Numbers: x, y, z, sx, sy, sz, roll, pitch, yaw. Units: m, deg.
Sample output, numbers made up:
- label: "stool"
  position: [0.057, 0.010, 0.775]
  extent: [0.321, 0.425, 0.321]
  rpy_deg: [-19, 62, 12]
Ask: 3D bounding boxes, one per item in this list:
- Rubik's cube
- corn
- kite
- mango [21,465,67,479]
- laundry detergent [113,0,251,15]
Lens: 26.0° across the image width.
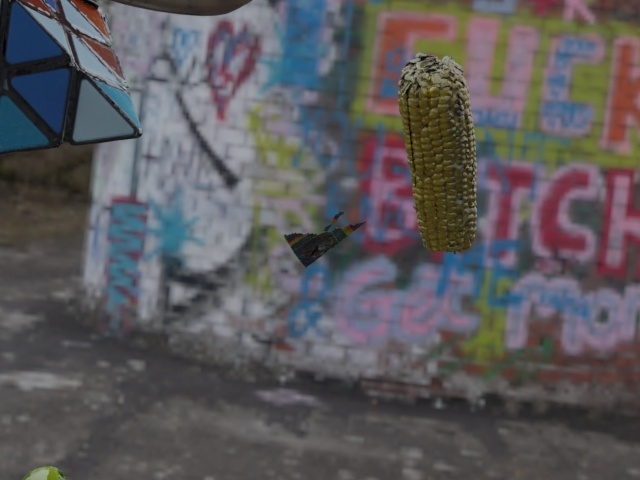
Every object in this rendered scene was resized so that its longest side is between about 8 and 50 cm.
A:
- label: "Rubik's cube"
  position: [-0.356, -0.216, 1.421]
  extent: [0.250, 0.234, 0.284]
  rpy_deg: [-23, 39, 5]
- label: "corn"
  position: [0.185, -0.132, 2.111]
  extent: [0.115, 0.317, 0.115]
  rpy_deg: [-7, 23, 3]
- label: "kite"
  position: [0.000, 0.000, 1.531]
  extent: [0.122, 0.090, 0.004]
  rpy_deg: [-6, 49, -43]
- label: "mango"
  position: [-0.295, 0.300, 1.527]
  extent: [0.091, 0.074, 0.165]
  rpy_deg: [45, -8, -11]
- label: "laundry detergent"
  position: [-0.136, -0.224, 1.069]
  extent: [0.171, 0.076, 0.237]
  rpy_deg: [10, 12, -19]
